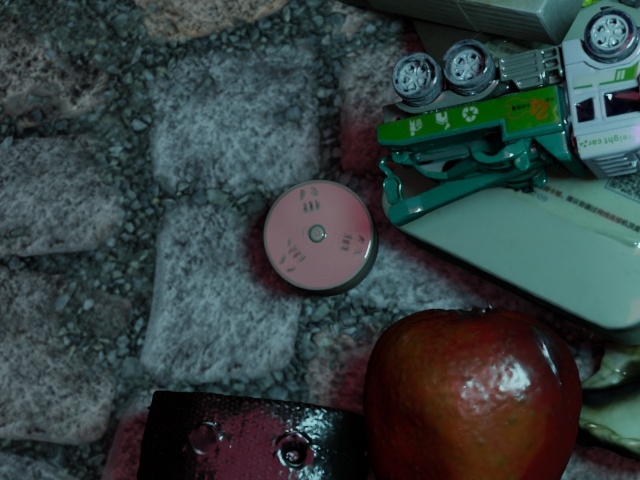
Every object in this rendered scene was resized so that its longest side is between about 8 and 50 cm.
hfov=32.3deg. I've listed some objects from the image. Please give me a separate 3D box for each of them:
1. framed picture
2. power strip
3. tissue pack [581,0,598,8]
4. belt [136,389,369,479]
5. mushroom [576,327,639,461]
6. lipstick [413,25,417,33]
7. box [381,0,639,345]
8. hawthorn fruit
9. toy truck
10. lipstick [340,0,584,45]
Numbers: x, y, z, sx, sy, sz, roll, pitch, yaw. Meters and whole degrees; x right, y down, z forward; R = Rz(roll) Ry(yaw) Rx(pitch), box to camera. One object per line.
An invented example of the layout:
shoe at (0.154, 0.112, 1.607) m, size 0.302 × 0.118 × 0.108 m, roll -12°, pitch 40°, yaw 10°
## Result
framed picture at (0.185, -0.317, 1.488) m, size 0.128 × 0.023 × 0.168 m, roll -33°, pitch 46°, yaw 17°
power strip at (0.000, 0.000, 1.480) m, size 0.154 × 0.078 × 0.154 m, roll -1°, pitch 79°, yaw 7°
tissue pack at (0.376, -0.408, 1.449) m, size 0.235 × 0.073 × 0.173 m, roll -27°, pitch 54°, yaw -20°
belt at (-0.084, 0.278, 1.384) m, size 0.289 × 0.184 × 0.164 m, roll 5°, pitch 72°, yaw 10°
mushroom at (0.453, 0.127, 1.368) m, size 0.247 × 0.130 × 0.344 m, roll 19°, pitch 78°, yaw 39°
lipstick at (0.176, -0.314, 1.545) m, size 0.094 × 0.019 × 0.019 m, roll -23°, pitch 76°, yaw 5°
box at (0.324, -0.113, 1.398) m, size 0.396 × 0.111 × 0.396 m, roll 28°, pitch 84°, yaw 29°
hawthorn fruit at (0.182, 0.228, 1.325) m, size 0.265 × 0.265 × 0.307 m, roll -4°, pitch 94°, yaw 8°
toy truck at (0.235, -0.140, 1.297) m, size 0.363 × 0.176 × 0.178 m, roll -13°, pitch 76°, yaw 22°
lipstick at (0.159, -0.332, 1.437) m, size 0.371 × 0.080 × 0.076 m, roll 23°, pitch 78°, yaw 40°
